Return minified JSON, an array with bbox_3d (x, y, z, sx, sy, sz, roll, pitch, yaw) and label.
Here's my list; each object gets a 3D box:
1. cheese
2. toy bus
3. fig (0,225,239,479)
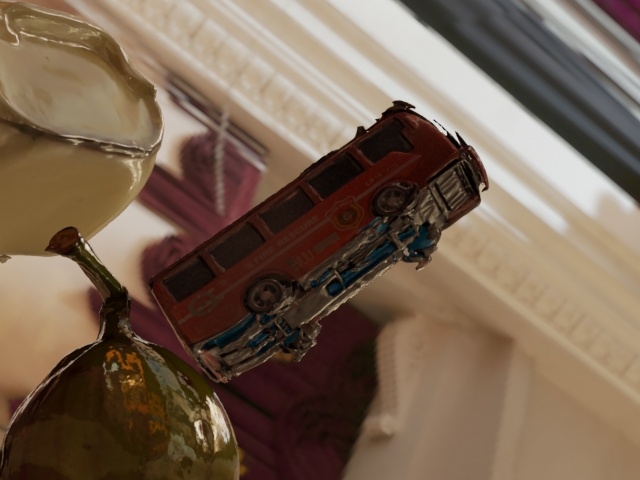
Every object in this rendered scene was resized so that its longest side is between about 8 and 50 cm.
[{"bbox_3d":[-0.247,-0.060,1.082,0.233,0.266,0.127,-39,-112,26],"label":"cheese"},{"bbox_3d":[0.000,0.000,1.012,0.235,0.073,0.096,-37,-124,-6],"label":"toy bus"},{"bbox_3d":[-0.132,0.118,0.927,0.142,0.148,0.186,-42,-139,33],"label":"fig"}]
